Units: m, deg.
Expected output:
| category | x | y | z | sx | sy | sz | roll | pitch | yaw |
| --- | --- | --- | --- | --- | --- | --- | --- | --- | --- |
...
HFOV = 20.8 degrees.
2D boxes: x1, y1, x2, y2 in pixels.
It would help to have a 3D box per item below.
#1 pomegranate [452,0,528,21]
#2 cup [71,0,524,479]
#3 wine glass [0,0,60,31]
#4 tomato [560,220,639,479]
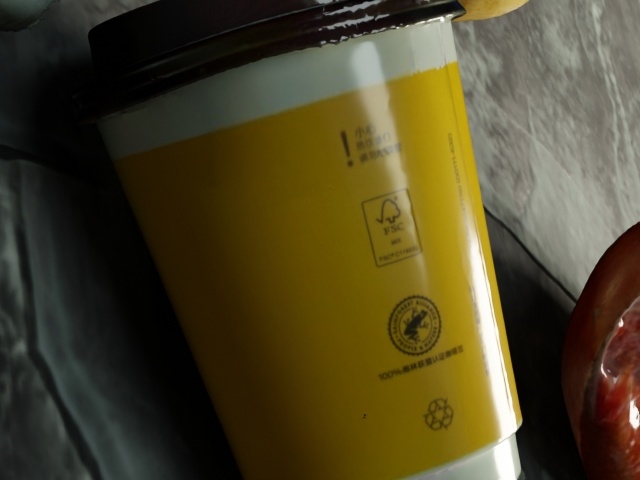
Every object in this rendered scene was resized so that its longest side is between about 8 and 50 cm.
| category | x | y | z | sx | sy | sz | roll | pitch | yaw |
| --- | --- | --- | --- | --- | --- | --- | --- | --- | --- |
| pomegranate | 0.088 | -0.228 | 1.103 | 0.196 | 0.196 | 0.196 | 33 | 46 | -41 |
| cup | 0.000 | 0.000 | 0.849 | 0.196 | 0.196 | 0.279 | -24 | 100 | -58 |
| wine glass | -0.182 | -0.157 | 0.771 | 0.155 | 0.072 | 0.072 | 31 | 47 | -43 |
| tomato | 0.272 | 0.069 | 1.182 | 0.309 | 0.309 | 0.170 | 44 | 9 | -32 |
